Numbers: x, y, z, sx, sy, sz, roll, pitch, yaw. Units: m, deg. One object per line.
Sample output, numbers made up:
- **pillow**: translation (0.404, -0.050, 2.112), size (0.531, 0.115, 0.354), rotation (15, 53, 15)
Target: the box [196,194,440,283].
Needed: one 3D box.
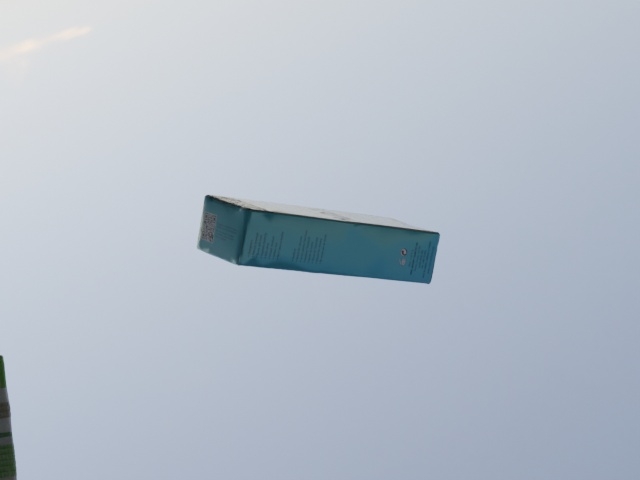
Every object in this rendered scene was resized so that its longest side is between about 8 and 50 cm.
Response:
- **box**: translation (0.000, 0.000, 1.429), size (0.244, 0.060, 0.100), rotation (6, -173, -32)

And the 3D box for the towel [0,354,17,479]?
- **towel**: translation (-0.325, 0.182, 1.173), size (0.113, 0.152, 0.023), rotation (-6, 169, -6)
